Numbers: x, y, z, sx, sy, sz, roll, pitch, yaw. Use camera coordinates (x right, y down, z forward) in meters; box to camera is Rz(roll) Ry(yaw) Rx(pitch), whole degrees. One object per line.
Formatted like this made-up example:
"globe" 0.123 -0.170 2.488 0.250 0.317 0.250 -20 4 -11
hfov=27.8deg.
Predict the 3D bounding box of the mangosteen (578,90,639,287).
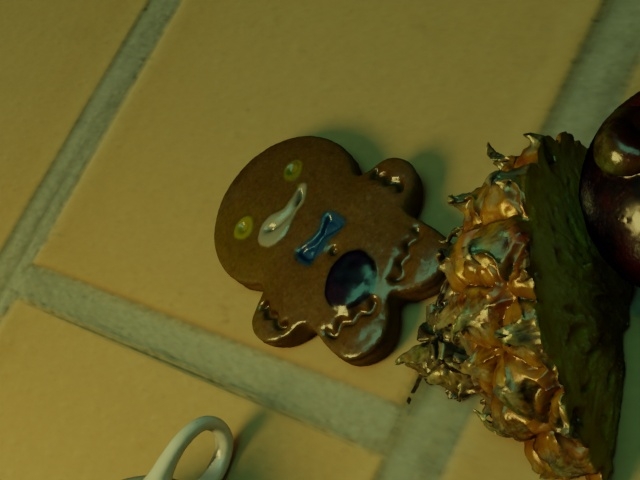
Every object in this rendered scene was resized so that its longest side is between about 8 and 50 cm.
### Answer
"mangosteen" 0.233 -0.041 0.801 0.152 0.152 0.153 -17 55 25

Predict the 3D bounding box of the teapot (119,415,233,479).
"teapot" -0.129 0.235 0.924 0.159 0.116 0.246 11 63 50

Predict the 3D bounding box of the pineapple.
"pineapple" 0.106 0.033 0.859 0.164 0.140 0.250 -5 63 34

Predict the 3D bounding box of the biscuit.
"biscuit" 0.000 0.000 1.018 0.180 0.039 0.236 -52 46 -2
